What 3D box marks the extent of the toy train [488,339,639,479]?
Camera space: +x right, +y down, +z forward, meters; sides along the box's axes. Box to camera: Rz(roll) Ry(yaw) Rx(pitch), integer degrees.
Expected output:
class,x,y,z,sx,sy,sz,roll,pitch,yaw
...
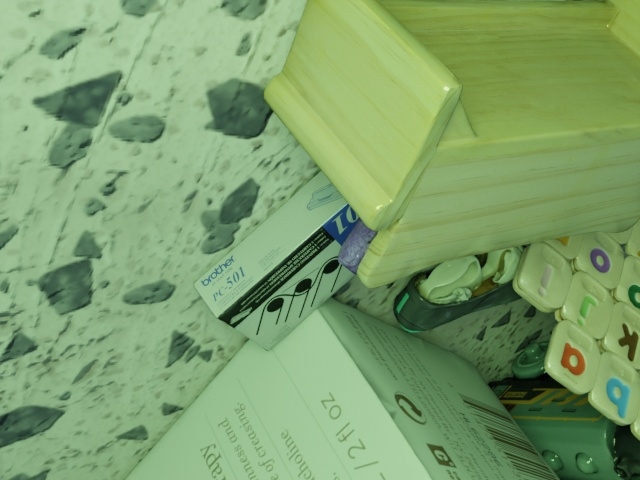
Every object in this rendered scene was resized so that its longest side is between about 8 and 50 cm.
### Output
class,x,y,z,sx,sy,sz,roll,pitch,yaw
toy train,0.323,0.220,1.132,0.190,0.334,0.142,-38,105,-32

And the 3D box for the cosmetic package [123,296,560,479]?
class,x,y,z,sx,sy,sz,roll,pitch,yaw
cosmetic package,0.023,0.327,0.902,0.394,0.329,0.327,-48,138,13

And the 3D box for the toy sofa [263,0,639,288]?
class,x,y,z,sx,sy,sz,roll,pitch,yaw
toy sofa,0.144,-0.099,0.719,0.362,0.150,0.177,-11,140,-36

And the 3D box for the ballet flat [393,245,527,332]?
class,x,y,z,sx,sy,sz,roll,pitch,yaw
ballet flat,0.168,0.036,0.969,0.203,0.074,0.074,-20,141,-23

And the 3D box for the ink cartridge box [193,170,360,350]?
class,x,y,z,sx,sy,sz,roll,pitch,yaw
ink cartridge box,0.000,0.000,0.789,0.207,0.046,0.097,-41,147,2

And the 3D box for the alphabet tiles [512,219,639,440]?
class,x,y,z,sx,sy,sz,roll,pitch,yaw
alphabet tiles,0.332,0.078,0.989,0.021,0.284,0.278,-42,-164,50
